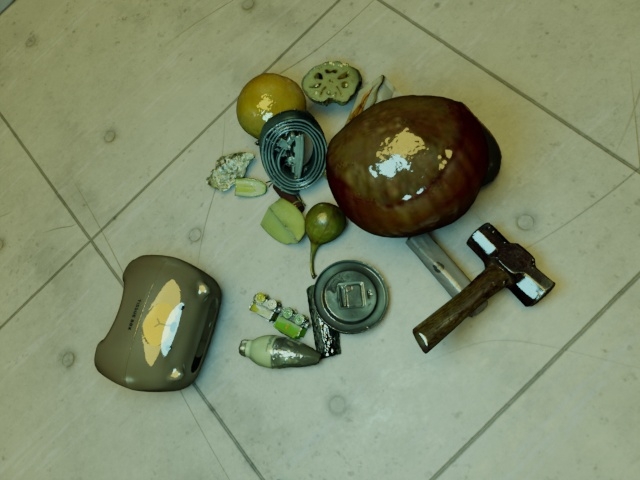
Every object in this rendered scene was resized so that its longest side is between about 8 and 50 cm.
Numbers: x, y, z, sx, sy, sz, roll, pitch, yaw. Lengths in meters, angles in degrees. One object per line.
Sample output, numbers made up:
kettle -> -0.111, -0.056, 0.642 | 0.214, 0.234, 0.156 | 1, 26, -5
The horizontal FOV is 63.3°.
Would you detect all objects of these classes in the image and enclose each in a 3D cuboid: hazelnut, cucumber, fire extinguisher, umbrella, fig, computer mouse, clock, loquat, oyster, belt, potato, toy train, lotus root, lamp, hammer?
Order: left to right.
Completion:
oyster -> -0.308, -0.243, 1.760 | 0.125, 0.064, 0.177 | 37, 86, 19
cucumber -> -0.230, -0.178, 1.723 | 0.108, 0.035, 0.067 | 6, 112, 4
loquat -> -0.158, -0.417, 1.682 | 0.244, 0.244, 0.243 | -5, 71, 15
toy train -> -0.125, 0.224, 1.549 | 0.202, 0.060, 0.081 | 25, 86, 24
lamp -> -0.119, 0.323, 1.493 | 0.250, 0.101, 0.101 | 5, 74, 14
potato -> -0.108, -0.046, 1.635 | 0.081, 0.120, 0.149 | -36, 83, -31
fire extinguisher -> -0.110, -0.150, 1.678 | 0.064, 0.043, 0.158 | -34, 66, -9
belt -> -0.081, -0.264, 1.598 | 0.207, 0.267, 0.116 | -9, 36, -2
fig -> 0.000, 0.000, 1.576 | 0.124, 0.124, 0.236 | 19, 101, 21
cucumber -> 0.007, 0.233, 1.503 | 0.078, 0.062, 0.211 | -12, 69, 12
lotus root -> 0.038, -0.500, 1.718 | 0.183, 0.078, 0.203 | 29, 62, 16
clock -> 0.084, 0.162, 1.481 | 0.215, 0.042, 0.214 | 1, 70, -3
hazelnut -> 0.228, -0.181, 1.349 | 0.421, 0.421, 0.352 | -29, 54, 6
umbrella -> 0.336, 0.068, 1.456 | 0.073, 0.067, 0.337 | -25, 63, -26
computer mouse -> 0.401, -0.294, 1.529 | 0.183, 0.116, 0.323 | -30, 63, 0
hammer -> 0.385, 0.143, 1.334 | 0.409, 0.095, 0.242 | -34, 69, -21

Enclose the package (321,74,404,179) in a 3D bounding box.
package -> 0.156, -0.315, 1.614 | 0.165, 0.221, 0.311 | 28, 77, -17

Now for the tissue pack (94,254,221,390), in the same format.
tissue pack -> -0.450, 0.249, 1.525 | 0.277, 0.267, 0.386 | 12, 75, 18

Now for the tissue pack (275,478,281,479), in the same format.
tissue pack -> -0.127, 0.730, 1.361 | 0.062, 0.095, 0.175 | 12, 77, 19

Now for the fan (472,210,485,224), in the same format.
fan -> 0.408, -0.132, 1.531 | 0.182, 0.010, 0.310 | -34, 63, 3
